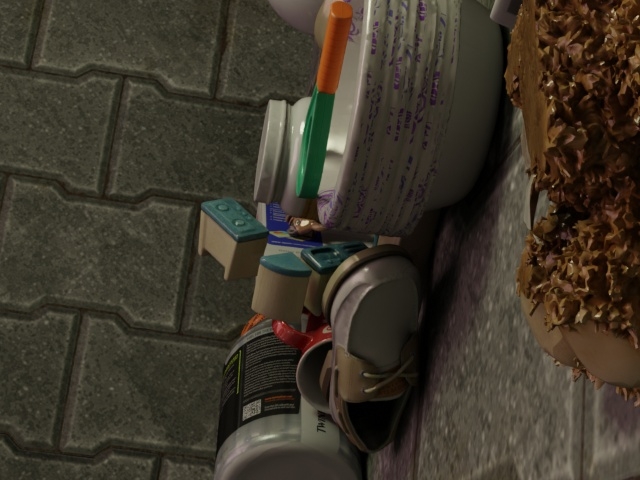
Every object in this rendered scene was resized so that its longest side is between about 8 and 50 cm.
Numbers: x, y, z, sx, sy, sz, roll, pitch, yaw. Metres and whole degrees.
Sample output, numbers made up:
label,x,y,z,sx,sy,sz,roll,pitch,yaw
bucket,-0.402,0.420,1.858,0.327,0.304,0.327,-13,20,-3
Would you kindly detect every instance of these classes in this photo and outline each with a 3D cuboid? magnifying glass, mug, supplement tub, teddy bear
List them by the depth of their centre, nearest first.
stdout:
label,x,y,z,sx,sy,sz,roll,pitch,yaw
teddy bear,0.170,-0.075,0.678,0.245,0.113,0.338,95,175,-76
magnifying glass,0.001,-0.136,1.206,0.231,0.026,0.092,105,170,-45
supplement tub,0.029,-0.090,1.425,0.144,0.200,0.144,-172,90,-83
mug,0.020,0.119,1.562,0.150,0.113,0.169,59,-165,-21
supplement tub,-0.043,0.239,1.653,0.316,0.193,0.193,-92,12,-56

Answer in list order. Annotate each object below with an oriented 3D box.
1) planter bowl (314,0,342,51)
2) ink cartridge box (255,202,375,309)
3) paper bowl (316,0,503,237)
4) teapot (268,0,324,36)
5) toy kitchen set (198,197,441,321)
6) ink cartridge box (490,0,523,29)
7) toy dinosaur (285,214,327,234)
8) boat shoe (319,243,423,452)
label,x,y,z,sx,sy,sz,roll,pitch,yaw
planter bowl,0.088,-0.231,1.395,0.109,0.162,0.162,61,153,32
ink cartridge box,0.000,0.000,1.666,0.371,0.176,0.069,-96,16,-67
paper bowl,0.088,-0.142,1.201,0.284,0.148,0.284,-171,90,-83
teapot,0.061,-0.369,1.643,0.252,0.187,0.256,-51,-13,0
toy kitchen set,-0.004,-0.014,1.342,0.166,0.207,0.122,41,128,42
ink cartridge box,0.203,-0.294,0.924,0.189,0.066,0.232,105,-168,-46
toy dinosaur,0.063,-0.141,1.608,0.295,0.127,0.200,-62,24,20
boat shoe,0.064,0.122,1.297,0.302,0.113,0.103,92,159,-54
